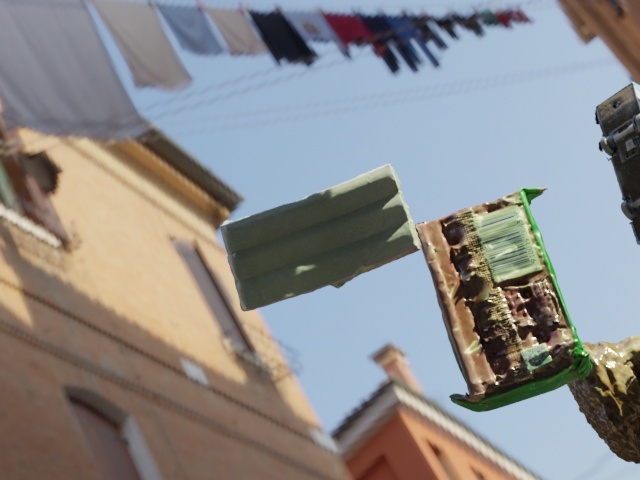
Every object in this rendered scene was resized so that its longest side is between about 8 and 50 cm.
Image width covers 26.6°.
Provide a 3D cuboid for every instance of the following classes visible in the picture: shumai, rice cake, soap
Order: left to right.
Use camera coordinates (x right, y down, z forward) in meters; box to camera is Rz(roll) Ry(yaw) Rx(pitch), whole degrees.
[{"bbox_3d":[0.000,0.000,1.658,0.237,0.127,0.043,-18,-1,-4],"label":"rice cake"},{"bbox_3d":[0.242,0.073,1.798,0.218,0.273,0.098,-20,-22,6],"label":"soap"},{"bbox_3d":[0.479,0.223,2.037,0.175,0.206,0.166,-30,11,-5],"label":"shumai"}]

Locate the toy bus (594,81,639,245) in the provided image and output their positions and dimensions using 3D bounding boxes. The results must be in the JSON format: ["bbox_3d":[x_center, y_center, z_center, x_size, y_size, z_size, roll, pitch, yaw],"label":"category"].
[{"bbox_3d":[0.586,-0.127,2.396,0.131,0.297,0.106,16,-38,-39],"label":"toy bus"}]
